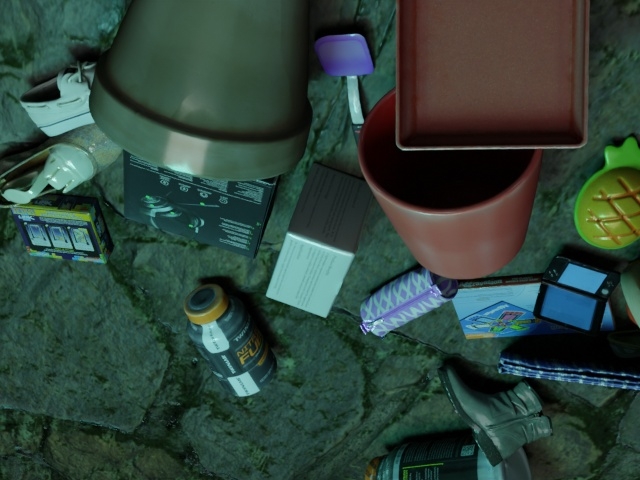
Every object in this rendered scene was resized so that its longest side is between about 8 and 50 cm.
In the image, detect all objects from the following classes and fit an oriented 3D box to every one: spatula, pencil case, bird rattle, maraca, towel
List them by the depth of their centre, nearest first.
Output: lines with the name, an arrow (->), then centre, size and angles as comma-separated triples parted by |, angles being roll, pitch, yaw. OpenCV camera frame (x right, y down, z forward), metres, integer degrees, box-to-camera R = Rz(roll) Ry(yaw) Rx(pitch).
maraca -> 0.470, -0.071, 1.467 | 0.127, 0.099, 0.185 | 15, 112, -6
spatula -> 0.057, -0.209, 1.492 | 0.084, 0.030, 0.296 | 1, 136, 18
bird rattle -> 0.559, 0.140, 1.565 | 0.143, 0.253, 0.207 | -33, 94, 37
towel -> 0.498, 0.235, 1.731 | 0.336, 0.040, 0.243 | 5, 179, 12
pencil case -> 0.160, 0.110, 1.756 | 0.206, 0.088, 0.086 | -35, 86, 38

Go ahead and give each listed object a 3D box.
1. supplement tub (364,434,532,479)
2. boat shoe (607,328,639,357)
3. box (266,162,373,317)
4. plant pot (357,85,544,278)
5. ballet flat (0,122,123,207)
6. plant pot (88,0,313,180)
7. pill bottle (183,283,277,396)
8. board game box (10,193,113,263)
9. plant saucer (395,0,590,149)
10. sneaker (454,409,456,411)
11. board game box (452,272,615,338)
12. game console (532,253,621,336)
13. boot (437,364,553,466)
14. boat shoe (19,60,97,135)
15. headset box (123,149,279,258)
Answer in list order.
supplement tub -> 0.282, 0.545, 2.092 | 0.338, 0.207, 0.207 | -14, 130, 29
boat shoe -> 0.607, 0.182, 1.721 | 0.153, 0.056, 0.048 | -7, 138, 34
box -> 0.000, 0.000, 1.621 | 0.119, 0.181, 0.181 | 20, 137, -1
plant pot -> 0.210, -0.084, 1.427 | 0.275, 0.274, 0.243 | 0, 147, 17
ballet flat -> -0.481, -0.124, 1.693 | 0.316, 0.106, 0.107 | -19, 127, 32
plant pot -> -0.142, -0.285, 1.308 | 0.323, 0.323, 0.280 | 17, 121, -1
pill bottle -> -0.191, 0.200, 1.929 | 0.131, 0.130, 0.245 | -6, 134, 23
board game box -> -0.508, -0.026, 1.850 | 0.170, 0.048, 0.141 | 6, 135, 12
plant saucer -> 0.235, -0.253, 1.288 | 0.259, 0.048, 0.258 | 1, 94, 17
sneaker -> 0.336, 0.355, 1.986 | 0.119, 0.057, 0.047 | 12, 136, 3
board game box -> 0.392, 0.121, 1.741 | 0.281, 0.027, 0.145 | -6, 131, 23
game console -> 0.445, 0.095, 1.626 | 0.122, 0.071, 0.107 | 17, 137, -1
boot -> 0.358, 0.327, 1.924 | 0.161, 0.083, 0.246 | -33, 97, 1
boat shoe -> -0.391, -0.252, 1.545 | 0.268, 0.096, 0.088 | -11, 136, 38
headset box -> -0.192, -0.108, 1.567 | 0.247, 0.131, 0.283 | 17, 151, -1
